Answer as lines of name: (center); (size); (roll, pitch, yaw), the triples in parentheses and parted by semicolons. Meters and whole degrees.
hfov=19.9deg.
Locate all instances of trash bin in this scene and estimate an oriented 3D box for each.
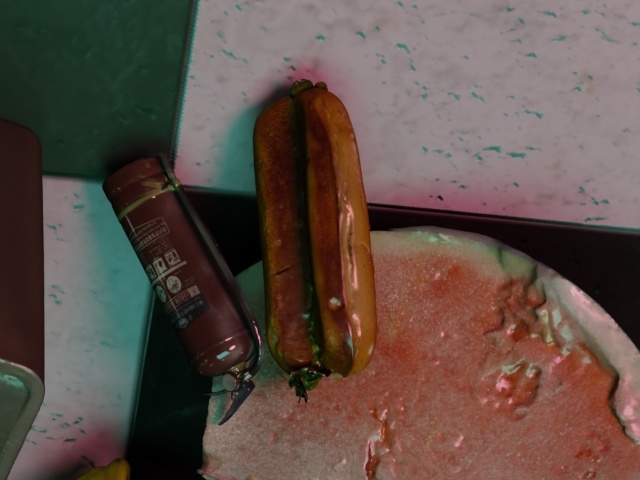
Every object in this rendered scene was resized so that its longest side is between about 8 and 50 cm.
trash bin: (-0.236, 0.022, 0.991); (0.164, 0.240, 0.122); (19, 120, -17)

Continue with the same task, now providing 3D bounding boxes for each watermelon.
watermelon: (0.089, 0.116, 1.117); (0.305, 0.180, 0.224); (9, 131, 12)

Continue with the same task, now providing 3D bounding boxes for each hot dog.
hot dog: (0.000, 0.000, 1.058); (0.072, 0.188, 0.055); (-9, 172, 36)

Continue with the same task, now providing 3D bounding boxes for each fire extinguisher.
fire extinguisher: (-0.075, 0.026, 1.076); (0.064, 0.043, 0.158); (-35, 78, 34)

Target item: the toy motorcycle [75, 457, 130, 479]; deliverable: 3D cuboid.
toy motorcycle: (-0.069, 0.232, 1.215); (0.342, 0.206, 0.142); (11, 77, -12)
